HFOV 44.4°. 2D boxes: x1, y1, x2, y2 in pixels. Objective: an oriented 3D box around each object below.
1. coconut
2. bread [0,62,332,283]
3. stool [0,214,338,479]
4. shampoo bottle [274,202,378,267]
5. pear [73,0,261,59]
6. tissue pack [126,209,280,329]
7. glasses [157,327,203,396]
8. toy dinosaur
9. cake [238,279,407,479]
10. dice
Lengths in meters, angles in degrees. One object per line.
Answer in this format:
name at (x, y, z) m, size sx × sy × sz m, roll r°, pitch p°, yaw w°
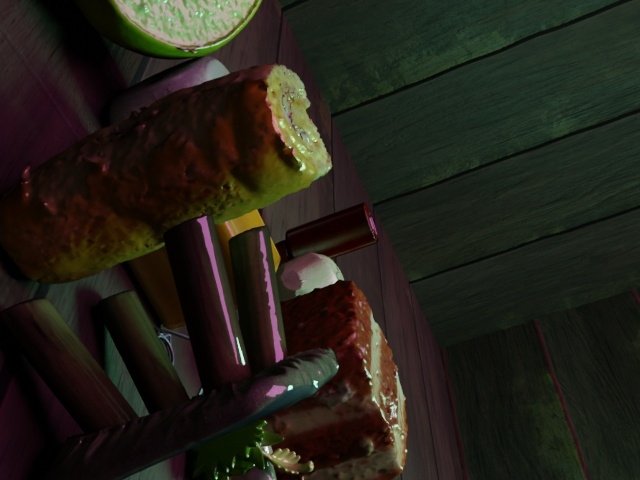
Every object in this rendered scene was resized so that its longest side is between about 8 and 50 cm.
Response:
coconut at (-0.042, 0.118, 1.768) m, size 0.171 × 0.182 × 0.171 m, roll 47°, pitch -27°, yaw 32°
bread at (-0.190, -0.080, 0.958) m, size 0.165 × 0.375 × 0.236 m, roll 68°, pitch 16°, yaw -4°
stool at (-0.170, 0.130, 0.924) m, size 0.226 × 0.310 × 0.310 m, roll 65°, pitch 11°, yaw 6°
shampoo bottle at (0.000, 0.000, 1.855) m, size 0.064 × 0.260 × 0.102 m, roll -45°, pitch 114°, yaw -75°
pear at (-0.287, -0.440, 1.341) m, size 0.342 × 0.318 × 0.239 m, roll -38°, pitch 126°, yaw -31°
tissue pack at (-0.211, -0.025, 1.206) m, size 0.145 × 0.194 × 0.275 m, roll -73°, pitch 141°, yaw -62°
glasses at (-0.186, 0.186, 1.186) m, size 0.140 × 0.103 × 0.062 m, roll 69°, pitch 15°, yaw 9°
toy dinosaur at (-0.121, 0.356, 1.214) m, size 0.194 × 0.152 × 0.177 m, roll 25°, pitch -25°, yaw 44°
cake at (0.006, 0.289, 1.453) m, size 0.270 × 0.269 × 0.320 m, roll -83°, pitch 150°, yaw -63°
dice at (-0.233, -0.193, 1.343) m, size 0.192 × 0.194 × 0.193 m, roll -77°, pitch 144°, yaw -63°
